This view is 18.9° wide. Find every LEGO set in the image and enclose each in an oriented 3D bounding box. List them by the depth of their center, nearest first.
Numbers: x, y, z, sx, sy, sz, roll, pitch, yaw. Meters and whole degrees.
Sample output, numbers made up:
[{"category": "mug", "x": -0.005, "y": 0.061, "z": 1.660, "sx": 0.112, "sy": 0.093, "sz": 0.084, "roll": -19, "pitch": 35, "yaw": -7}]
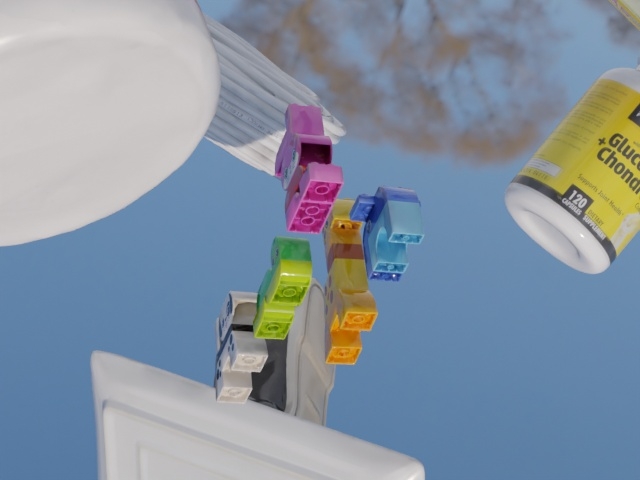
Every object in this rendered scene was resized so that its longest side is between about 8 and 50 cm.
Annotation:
[{"category": "LEGO set", "x": 0.000, "y": 0.000, "z": 1.134, "sx": 0.087, "sy": 0.227, "sz": 0.093, "roll": 5, "pitch": -127, "yaw": -16}]

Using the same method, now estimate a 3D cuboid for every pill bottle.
[{"category": "pill bottle", "x": -0.166, "y": -0.161, "z": 0.855, "sx": 0.169, "sy": 0.169, "sz": 0.301, "roll": 3, "pitch": -127, "yaw": -40}, {"category": "pill bottle", "x": 0.238, "y": -0.071, "z": 1.531, "sx": 0.103, "sy": 0.184, "sz": 0.103, "roll": 39, "pitch": 170, "yaw": 8}]

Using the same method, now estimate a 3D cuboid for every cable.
[{"category": "cable", "x": -0.100, "y": -0.149, "z": 1.787, "sx": 0.257, "sy": 0.089, "sz": 0.257, "roll": 39, "pitch": -174, "yaw": 35}]

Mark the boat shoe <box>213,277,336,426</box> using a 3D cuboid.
[{"category": "boat shoe", "x": -0.052, "y": 0.162, "z": 1.586, "sx": 0.096, "sy": 0.112, "sz": 0.335, "roll": -14, "pitch": -145, "yaw": 18}]

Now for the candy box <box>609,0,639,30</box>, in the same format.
[{"category": "candy box", "x": 0.314, "y": -0.229, "z": 1.454, "sx": 0.105, "sy": 0.206, "sz": 0.027, "roll": 55, "pitch": 177, "yaw": 39}]

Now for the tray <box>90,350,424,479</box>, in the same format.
[{"category": "tray", "x": -0.054, "y": 0.178, "z": 1.352, "sx": 0.270, "sy": 0.145, "sz": 0.030, "roll": 17, "pitch": -145, "yaw": 25}]
